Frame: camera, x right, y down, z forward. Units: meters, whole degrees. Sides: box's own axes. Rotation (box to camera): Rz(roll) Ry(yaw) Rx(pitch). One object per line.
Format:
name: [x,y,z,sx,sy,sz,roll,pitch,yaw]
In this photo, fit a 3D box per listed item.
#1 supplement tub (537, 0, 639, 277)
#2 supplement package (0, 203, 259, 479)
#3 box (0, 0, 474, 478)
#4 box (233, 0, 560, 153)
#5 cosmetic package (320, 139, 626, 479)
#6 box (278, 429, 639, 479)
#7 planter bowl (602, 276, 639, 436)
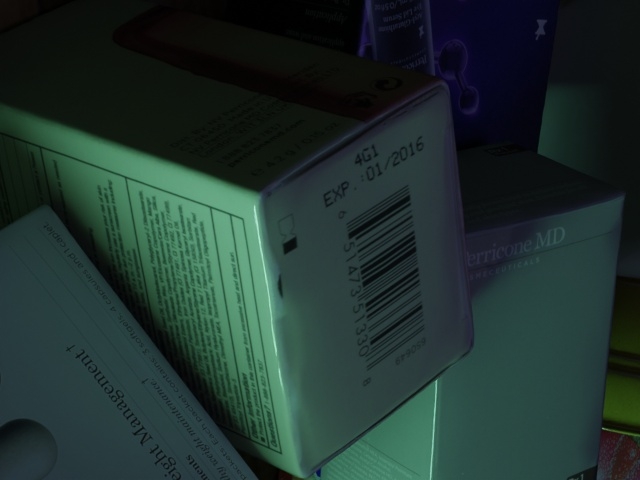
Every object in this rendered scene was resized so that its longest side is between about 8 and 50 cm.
supplement tub: [0.275,-0.109,1.237,0.325,0.235,0.235,-10,113,-47]
supplement package: [-0.159,0.132,0.839,0.203,0.194,0.149,-35,173,-35]
box: [-0.059,-0.012,0.896,0.127,0.232,0.148,-33,129,-36]
box: [0.040,-0.108,1.049,0.153,0.108,0.207,-3,104,-41]
cosmetic package: [0.075,0.077,1.003,0.127,0.107,0.238,-16,121,-33]
box: [0.101,0.159,1.234,0.257,0.128,0.122,-4,109,-47]
planter bowl: [0.216,0.051,1.250,0.217,0.217,0.090,-9,112,-47]
